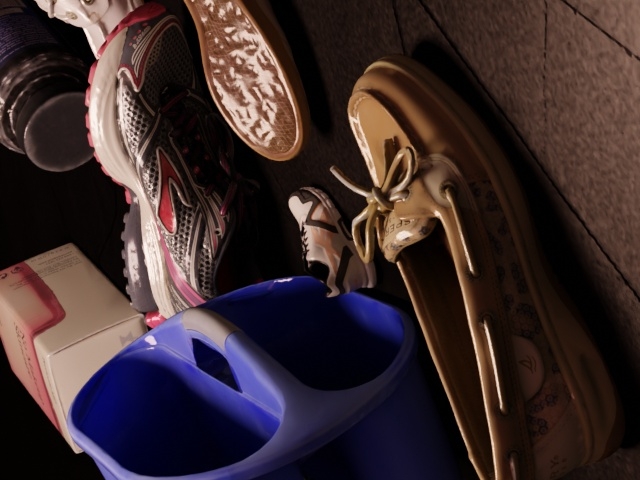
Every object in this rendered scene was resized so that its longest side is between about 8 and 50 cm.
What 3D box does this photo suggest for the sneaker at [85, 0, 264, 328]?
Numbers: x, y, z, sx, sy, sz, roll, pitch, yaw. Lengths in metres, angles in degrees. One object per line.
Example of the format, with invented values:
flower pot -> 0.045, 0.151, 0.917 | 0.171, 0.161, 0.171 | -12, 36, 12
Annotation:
sneaker -> -0.109, -0.059, 1.452 | 0.112, 0.121, 0.299 | 7, 122, 34

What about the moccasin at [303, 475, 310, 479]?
moccasin -> -0.034, 0.352, 1.648 | 0.342, 0.137, 0.117 | 69, 164, -5

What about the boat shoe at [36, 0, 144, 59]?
boat shoe -> -0.226, -0.239, 1.541 | 0.098, 0.096, 0.277 | 10, 121, 66

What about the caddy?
caddy -> -0.051, 0.131, 1.292 | 0.341, 0.241, 0.179 | 19, 135, 63

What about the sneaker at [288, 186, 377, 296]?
sneaker -> 0.000, 0.000, 1.310 | 0.109, 0.043, 0.040 | 52, 158, 38

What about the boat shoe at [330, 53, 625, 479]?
boat shoe -> 0.082, 0.016, 1.048 | 0.285, 0.089, 0.104 | 61, 160, 15

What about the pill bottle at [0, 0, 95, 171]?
pill bottle -> -0.307, -0.165, 1.790 | 0.219, 0.123, 0.123 | 47, 152, 44

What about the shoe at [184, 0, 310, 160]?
shoe -> -0.059, -0.164, 1.276 | 0.076, 0.058, 0.219 | -24, 94, 39

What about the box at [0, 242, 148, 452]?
box -> -0.298, 0.126, 2.081 | 0.232, 0.127, 0.149 | 38, 145, 54
